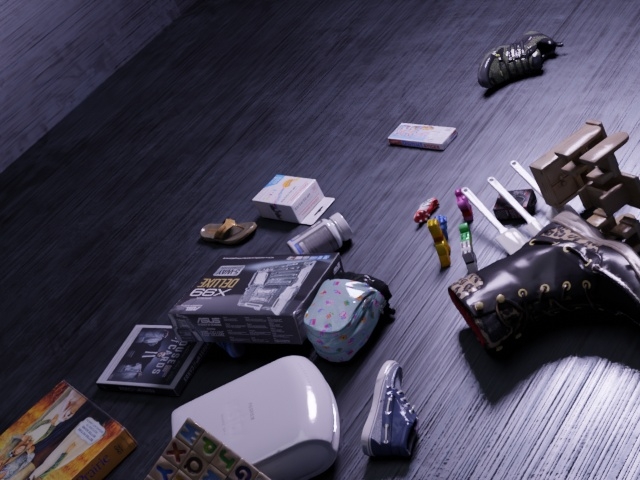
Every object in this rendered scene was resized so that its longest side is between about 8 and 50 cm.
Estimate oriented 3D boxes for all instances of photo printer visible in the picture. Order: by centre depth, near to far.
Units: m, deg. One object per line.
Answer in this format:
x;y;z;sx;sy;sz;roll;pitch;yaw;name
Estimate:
-0.115;0.351;1.733;0.307;0.107;0.256;-26;33;5;photo printer

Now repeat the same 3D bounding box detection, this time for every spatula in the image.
0.406;-0.064;1.938;0.168;0.019;0.242;-30;47;-5;spatula

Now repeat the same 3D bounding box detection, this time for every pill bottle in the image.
0.000;0.000;2.153;0.137;0.078;0.078;-33;33;-7;pill bottle

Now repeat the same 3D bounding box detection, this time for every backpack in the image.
0.043;0.149;1.885;0.151;0.115;0.182;4;48;37;backpack

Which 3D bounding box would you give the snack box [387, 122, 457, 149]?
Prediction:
0.252;-0.259;2.369;0.178;0.022;0.064;13;52;46;snack box

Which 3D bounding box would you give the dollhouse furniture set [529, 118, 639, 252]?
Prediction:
0.539;-0.125;1.796;0.161;0.212;0.242;-36;26;-11;dollhouse furniture set

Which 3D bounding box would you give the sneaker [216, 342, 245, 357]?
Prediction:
-0.198;0.211;2.037;0.059;0.053;0.144;-24;24;0;sneaker

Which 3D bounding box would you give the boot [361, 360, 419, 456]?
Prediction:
0.137;0.295;1.670;0.086;0.069;0.190;-1;49;25;boot

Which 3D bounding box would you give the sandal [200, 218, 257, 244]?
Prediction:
-0.240;-0.029;2.397;0.180;0.049;0.072;2;44;38;sandal

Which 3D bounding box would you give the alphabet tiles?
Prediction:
-0.216;0.453;1.612;0.198;0.009;0.237;33;86;16;alphabet tiles

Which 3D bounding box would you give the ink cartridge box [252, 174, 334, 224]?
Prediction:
-0.067;-0.102;2.355;0.181;0.062;0.104;10;49;44;ink cartridge box

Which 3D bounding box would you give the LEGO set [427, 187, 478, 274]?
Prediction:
0.265;-0.025;1.974;0.087;0.093;0.227;-18;34;16;LEGO set

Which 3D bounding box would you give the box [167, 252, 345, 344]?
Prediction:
-0.132;0.120;2.024;0.307;0.077;0.242;-1;29;28;box

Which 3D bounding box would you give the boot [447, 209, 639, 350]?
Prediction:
0.403;0.101;1.659;0.284;0.138;0.377;-29;29;-2;boot

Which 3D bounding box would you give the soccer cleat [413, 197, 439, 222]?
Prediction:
0.230;-0.066;2.120;0.083;0.029;0.035;-44;27;-28;soccer cleat

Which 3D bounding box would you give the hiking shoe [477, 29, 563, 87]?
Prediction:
0.496;-0.454;2.393;0.227;0.086;0.114;-36;30;-13;hiking shoe

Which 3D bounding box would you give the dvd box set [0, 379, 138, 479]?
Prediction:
-0.611;0.493;1.951;0.420;0.062;0.307;-43;35;-21;dvd box set

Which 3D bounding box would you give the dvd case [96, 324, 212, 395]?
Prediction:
-0.363;0.262;2.112;0.238;0.030;0.179;-3;41;35;dvd case

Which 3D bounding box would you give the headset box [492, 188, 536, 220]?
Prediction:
0.409;-0.075;1.992;0.083;0.032;0.062;-5;40;35;headset box
